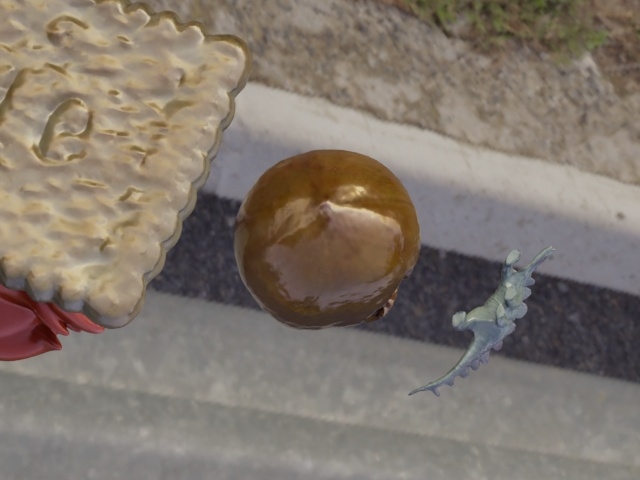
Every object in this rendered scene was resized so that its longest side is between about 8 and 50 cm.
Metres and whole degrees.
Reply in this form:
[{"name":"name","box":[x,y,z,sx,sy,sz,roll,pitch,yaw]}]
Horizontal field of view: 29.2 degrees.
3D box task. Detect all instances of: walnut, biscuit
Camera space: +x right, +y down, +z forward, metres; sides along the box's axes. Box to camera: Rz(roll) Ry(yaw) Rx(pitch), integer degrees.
[{"name":"walnut","box":[0.000,0.000,1.335,0.203,0.203,0.298,-7,172,-12]},{"name":"biscuit","box":[-0.226,-0.093,0.796,0.325,0.217,0.044,21,166,3]}]

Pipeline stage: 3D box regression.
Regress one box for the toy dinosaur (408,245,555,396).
[{"name":"toy dinosaur","box":[0.167,0.087,1.238,0.209,0.039,0.082,-48,150,1]}]

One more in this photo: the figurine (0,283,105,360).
[{"name":"figurine","box":[-0.286,0.040,0.921,0.208,0.257,0.181,-19,121,32]}]
